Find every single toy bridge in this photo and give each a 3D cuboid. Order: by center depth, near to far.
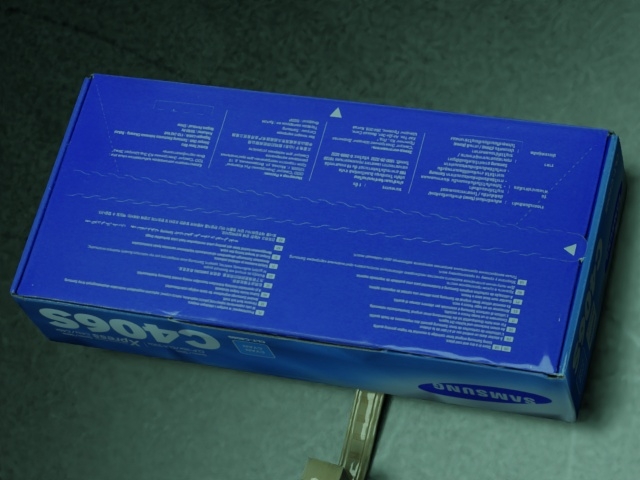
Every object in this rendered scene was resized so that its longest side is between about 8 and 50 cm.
[{"bbox_3d":[0.007,0.154,1.163,0.026,0.063,0.188,13,66,18],"label":"toy bridge"}]

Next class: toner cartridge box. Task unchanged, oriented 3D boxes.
[{"bbox_3d":[0.000,0.000,1.168,0.348,0.075,0.165,8,66,18],"label":"toner cartridge box"}]
